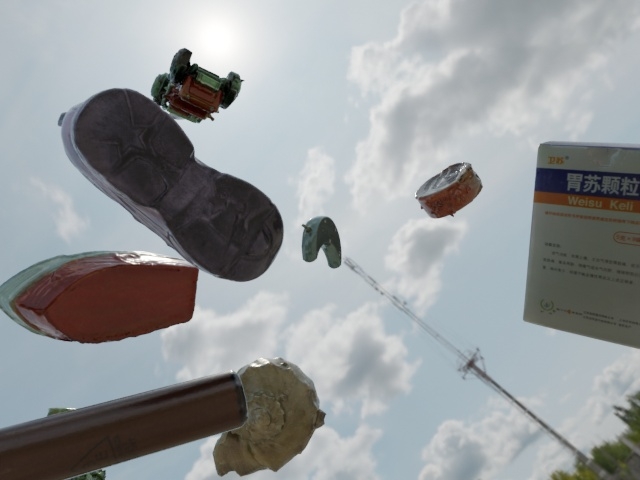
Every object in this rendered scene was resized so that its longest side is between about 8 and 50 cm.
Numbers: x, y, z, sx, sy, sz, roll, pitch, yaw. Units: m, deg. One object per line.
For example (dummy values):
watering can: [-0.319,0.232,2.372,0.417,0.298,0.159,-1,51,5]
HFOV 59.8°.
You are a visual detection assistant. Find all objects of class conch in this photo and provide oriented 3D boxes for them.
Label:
conch: [-0.103,0.382,1.164,0.263,0.186,0.324,-55,-24,-4]

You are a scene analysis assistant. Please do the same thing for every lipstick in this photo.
lipstick: [-0.238,0.176,0.460,0.357,0.057,0.057,-10,-49,-17]

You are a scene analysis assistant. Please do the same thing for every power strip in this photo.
power strip: [0.000,0.000,1.471,0.216,0.044,0.137,23,-116,-64]

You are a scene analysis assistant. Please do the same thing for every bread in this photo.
bread: [0.311,-0.119,1.353,0.160,0.160,0.073,-38,-73,-14]

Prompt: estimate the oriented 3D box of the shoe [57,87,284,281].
shoe: [-0.142,-0.048,0.535,0.095,0.138,0.245,-55,-50,-10]

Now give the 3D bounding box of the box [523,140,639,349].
box: [0.442,0.000,0.869,0.106,0.200,0.299,-17,-68,-49]

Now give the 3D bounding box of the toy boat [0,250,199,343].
toy boat: [-0.359,0.086,0.914,0.332,0.133,0.145,0,-80,-60]

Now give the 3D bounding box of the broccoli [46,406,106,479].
broccoli: [-0.624,0.521,1.281,0.270,0.270,0.270,23,-110,-52]

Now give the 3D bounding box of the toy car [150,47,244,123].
toy car: [-0.140,-0.158,0.603,0.073,0.143,0.054,22,-98,-27]
